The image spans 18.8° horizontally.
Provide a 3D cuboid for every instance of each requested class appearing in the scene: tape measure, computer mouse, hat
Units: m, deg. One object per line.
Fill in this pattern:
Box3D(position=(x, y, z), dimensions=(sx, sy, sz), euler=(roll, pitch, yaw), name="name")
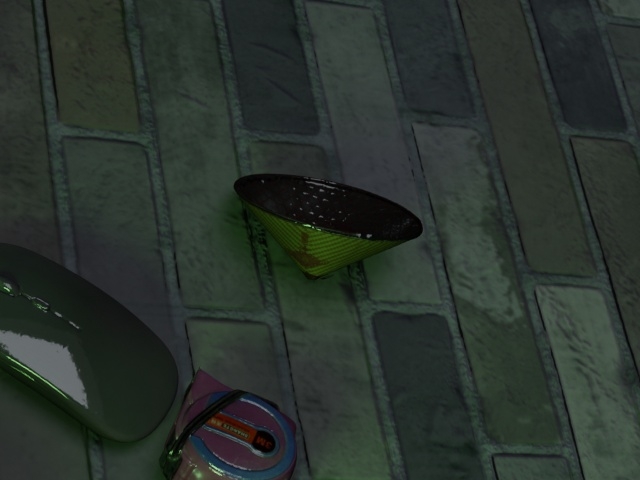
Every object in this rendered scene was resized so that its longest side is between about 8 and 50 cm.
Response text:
Box3D(position=(-0.080, 0.185, 1.728), dimensions=(0.118, 0.074, 0.125), euler=(26, 44, -1), name="tape measure")
Box3D(position=(-0.231, 0.088, 1.729), dimensions=(0.232, 0.057, 0.120), euler=(35, 48, -1), name="computer mouse")
Box3D(position=(0.000, 0.000, 1.903), dimensions=(0.193, 0.082, 0.193), euler=(12, 16, -4), name="hat")
